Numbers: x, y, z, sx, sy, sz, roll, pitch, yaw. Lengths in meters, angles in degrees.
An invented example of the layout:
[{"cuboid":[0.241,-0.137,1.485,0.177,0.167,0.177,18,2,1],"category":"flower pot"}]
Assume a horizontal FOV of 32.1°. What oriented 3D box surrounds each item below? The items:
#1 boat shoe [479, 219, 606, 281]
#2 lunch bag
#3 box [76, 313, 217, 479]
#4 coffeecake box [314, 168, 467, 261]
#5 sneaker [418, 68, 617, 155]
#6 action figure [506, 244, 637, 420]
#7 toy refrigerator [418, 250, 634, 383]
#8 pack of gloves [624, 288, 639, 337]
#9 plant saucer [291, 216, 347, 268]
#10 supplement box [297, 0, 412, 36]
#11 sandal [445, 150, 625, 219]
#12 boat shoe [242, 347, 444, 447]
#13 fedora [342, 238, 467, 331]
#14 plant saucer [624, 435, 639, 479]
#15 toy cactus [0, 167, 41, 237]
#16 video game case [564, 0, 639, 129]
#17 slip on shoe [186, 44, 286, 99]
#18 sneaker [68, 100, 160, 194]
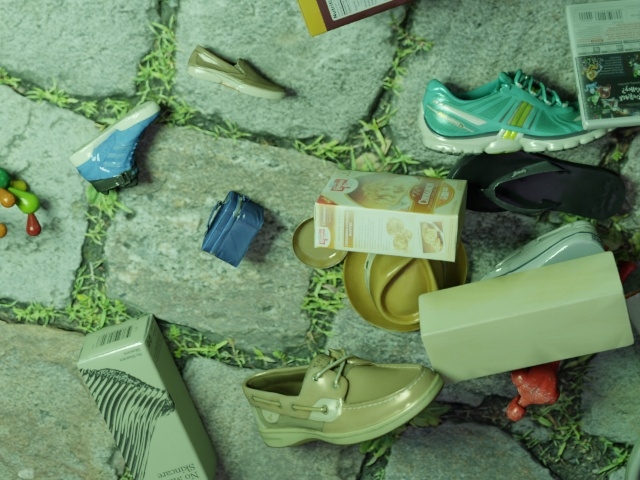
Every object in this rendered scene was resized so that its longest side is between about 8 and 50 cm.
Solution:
[{"cuboid":[0.290,0.060,1.590,0.258,0.084,0.095,-29,115,20],"category":"boat shoe"},{"cuboid":[-0.124,-0.021,1.550,0.065,0.067,0.098,26,110,-13],"category":"lunch bag"},{"cuboid":[-0.254,0.255,1.657,0.113,0.094,0.275,-19,113,7],"category":"box"},{"cuboid":[0.096,-0.037,1.488,0.186,0.142,0.068,5,113,10],"category":"coffeecake box"},{"cuboid":[0.269,-0.173,1.478,0.275,0.107,0.110,-3,105,-1],"category":"sneaker"},{"cuboid":[0.340,0.135,1.632,0.091,0.139,0.280,32,87,-11],"category":"action figure"},{"cuboid":[0.277,0.104,1.515,0.270,0.094,0.102,-14,126,13],"category":"toy refrigerator"},{"cuboid":[0.565,0.129,1.618,0.195,0.046,0.232,-25,128,11],"category":"pack of gloves"},{"cuboid":[0.000,0.000,1.592,0.083,0.015,0.083,-1,115,-2],"category":"plant saucer"},{"cuboid":[0.055,-0.356,1.336,0.194,0.191,0.129,-18,113,6],"category":"supplement box"},{"cuboid":[0.300,-0.076,1.543,0.255,0.054,0.097,3,114,-3],"category":"sandal"},{"cuboid":[0.018,0.216,1.573,0.341,0.121,0.110,-19,106,40],"category":"boat shoe"},{"cuboid":[0.123,0.057,1.586,0.194,0.079,0.194,-1,114,-2],"category":"fedora"},{"cuboid":[0.630,0.284,1.662,0.401,0.100,0.400,-7,127,-9],"category":"plant saucer"},{"cuboid":[-0.488,-0.084,1.510,0.219,0.112,0.180,3,95,0],"category":"toy cactus"},{"cuboid":[0.423,-0.232,1.439,0.190,0.022,0.173,-5,73,0],"category":"video game case"},{"cuboid":[-0.108,-0.221,1.475,0.135,0.051,0.041,17,101,-3],"category":"slip on shoe"},{"cuboid":[-0.259,-0.120,1.506,0.152,0.058,0.084,-32,105,17],"category":"sneaker"}]
